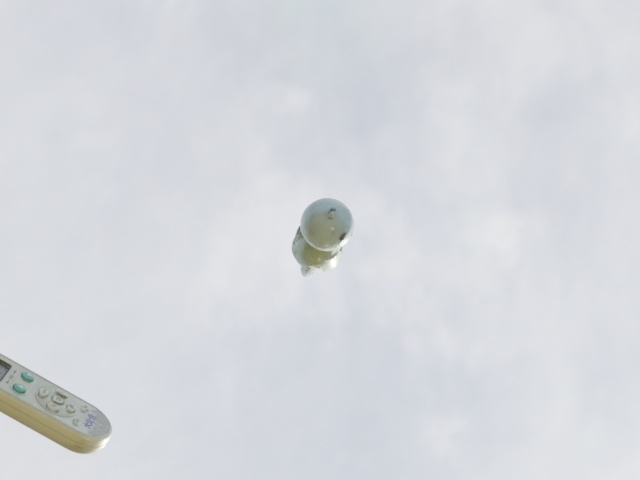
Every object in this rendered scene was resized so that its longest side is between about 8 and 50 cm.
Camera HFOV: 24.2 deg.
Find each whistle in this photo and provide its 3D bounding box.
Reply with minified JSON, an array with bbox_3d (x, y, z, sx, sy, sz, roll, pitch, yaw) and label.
[{"bbox_3d":[0.000,0.000,0.984,0.035,0.035,0.100,19,-25,-2],"label":"whistle"}]

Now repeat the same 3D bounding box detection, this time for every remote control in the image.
[{"bbox_3d":[-0.348,0.185,1.756,0.221,0.078,0.042,29,-69,-4],"label":"remote control"}]
